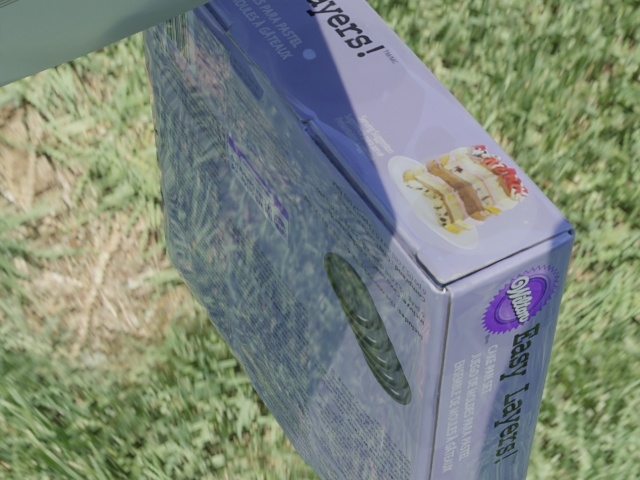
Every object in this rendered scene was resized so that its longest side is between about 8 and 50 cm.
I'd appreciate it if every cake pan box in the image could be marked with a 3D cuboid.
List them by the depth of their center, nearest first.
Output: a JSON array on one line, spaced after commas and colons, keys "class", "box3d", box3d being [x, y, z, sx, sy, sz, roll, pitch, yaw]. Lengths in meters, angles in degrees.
[{"class": "cake pan box", "box3d": [0.000, 0.000, 0.692, 0.070, 0.245, 0.267, -23, 52, -21]}]

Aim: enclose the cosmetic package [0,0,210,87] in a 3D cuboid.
[{"class": "cosmetic package", "box3d": [-0.122, -0.235, 0.295, 0.156, 0.217, 0.385, -16, 86, 28]}]
